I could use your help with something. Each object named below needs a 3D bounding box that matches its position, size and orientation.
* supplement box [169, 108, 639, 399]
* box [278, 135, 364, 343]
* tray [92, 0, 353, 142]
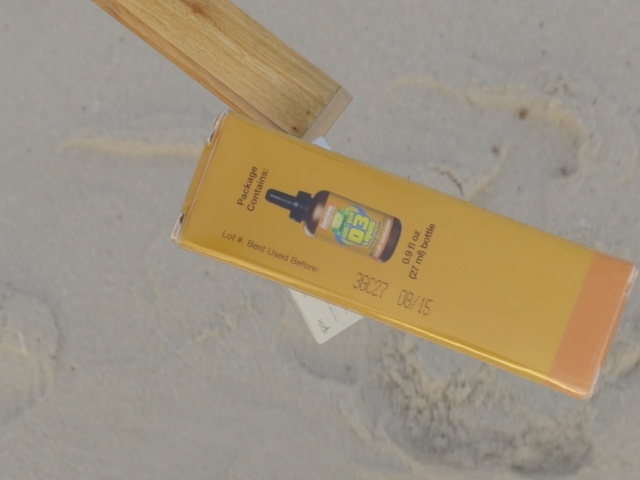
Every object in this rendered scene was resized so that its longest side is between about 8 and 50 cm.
[{"bbox_3d":[0.043,0.008,0.669,0.233,0.080,0.078,21,89,1],"label":"supplement box"},{"bbox_3d":[0.000,0.000,0.943,0.087,0.102,0.101,-31,52,-6],"label":"box"},{"bbox_3d":[-0.159,-0.228,1.103,0.411,0.203,0.076,37,96,1],"label":"tray"}]
